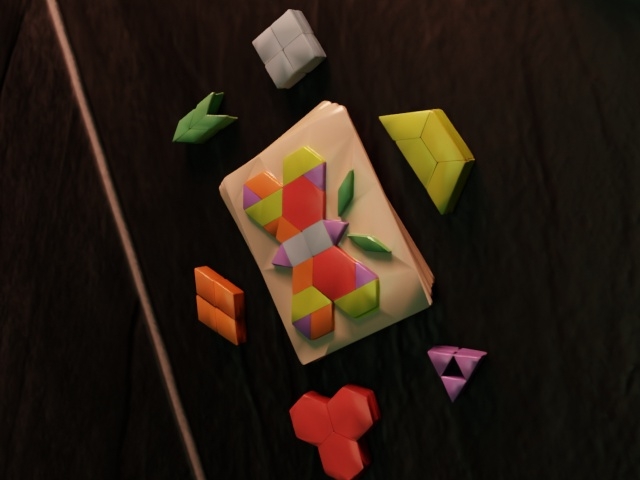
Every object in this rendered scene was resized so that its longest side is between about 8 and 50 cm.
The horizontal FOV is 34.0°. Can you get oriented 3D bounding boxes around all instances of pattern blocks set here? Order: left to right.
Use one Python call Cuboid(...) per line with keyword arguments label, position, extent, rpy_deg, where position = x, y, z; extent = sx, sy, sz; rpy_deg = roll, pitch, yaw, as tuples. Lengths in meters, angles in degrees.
Cuboid(label="pattern blocks set", position=(0.000, 0.000, 0.823), extent=(0.285, 0.026, 0.325), rpy_deg=(-46, 72, 29))
